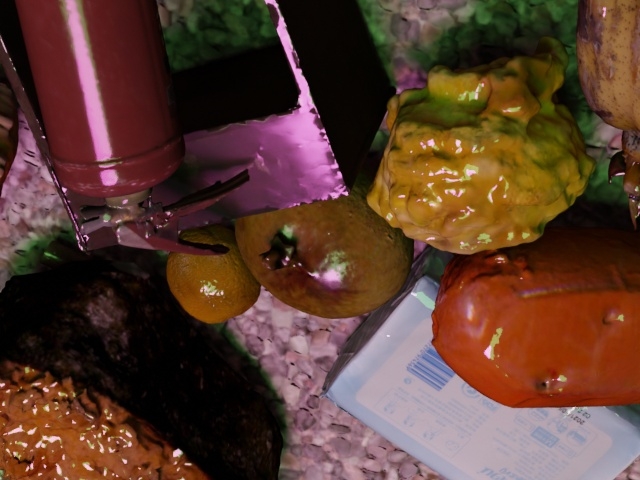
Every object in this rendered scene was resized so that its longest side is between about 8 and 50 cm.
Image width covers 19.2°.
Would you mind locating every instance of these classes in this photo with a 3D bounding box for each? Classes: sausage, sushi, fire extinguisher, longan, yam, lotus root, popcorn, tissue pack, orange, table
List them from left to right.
[{"bbox_3d":[-0.196,0.185,1.778,0.234,0.207,0.348,-27,122,35],"label":"sushi"},{"bbox_3d":[-0.197,0.043,1.801,0.145,0.032,0.032,28,123,-5],"label":"yam"},{"bbox_3d":[-0.144,-0.129,1.424,0.147,0.106,0.337,-13,117,-5],"label":"fire extinguisher"},{"bbox_3d":[-0.112,-0.175,1.555,0.250,0.196,0.282,-13,115,22],"label":"table"},{"bbox_3d":[-0.099,0.028,1.737,0.085,0.085,0.095,-26,91,26],"label":"orange"},{"bbox_3d":[0.000,0.000,1.643,0.154,0.176,0.145,-5,105,29],"label":"longan"},{"bbox_3d":[0.127,-0.077,1.550,0.197,0.197,0.155,-17,106,23],"label":"popcorn"},{"bbox_3d":[0.156,0.141,1.742,0.263,0.089,0.177,33,124,-10],"label":"tissue pack"},{"bbox_3d":[0.223,0.065,1.600,0.268,0.141,0.153,0,104,-20],"label":"sausage"},{"bbox_3d":[0.280,-0.147,1.503,0.154,0.154,0.278,5,121,11],"label":"lotus root"}]

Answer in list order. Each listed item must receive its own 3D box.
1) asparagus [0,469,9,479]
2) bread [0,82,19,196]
[{"bbox_3d":[-0.337,0.202,1.909,0.080,0.080,0.287,-29,109,27],"label":"asparagus"},{"bbox_3d":[-0.387,-0.040,1.713,0.156,0.204,0.288,27,129,-28],"label":"bread"}]
